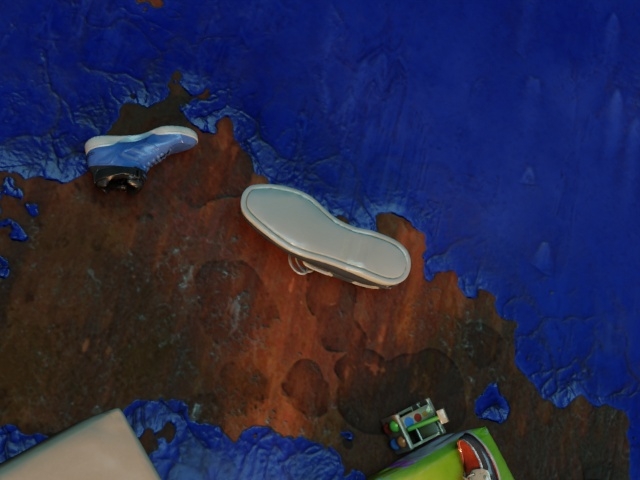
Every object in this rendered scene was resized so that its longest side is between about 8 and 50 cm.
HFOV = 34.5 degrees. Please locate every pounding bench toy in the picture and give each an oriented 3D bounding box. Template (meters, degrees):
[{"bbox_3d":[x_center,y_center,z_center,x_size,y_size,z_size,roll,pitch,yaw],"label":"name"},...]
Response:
[{"bbox_3d":[0.127,0.248,1.380,0.065,0.083,0.052,-21,80,-25],"label":"pounding bench toy"}]

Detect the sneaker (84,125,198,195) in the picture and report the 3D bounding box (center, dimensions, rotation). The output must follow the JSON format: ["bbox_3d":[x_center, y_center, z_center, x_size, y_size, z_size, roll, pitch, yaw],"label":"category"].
[{"bbox_3d":[-0.235,-0.103,1.388,0.152,0.058,0.084,-8,69,-17],"label":"sneaker"}]

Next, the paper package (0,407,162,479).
[{"bbox_3d":[-0.297,0.391,1.098,0.325,0.168,0.309,-27,82,-32],"label":"paper package"}]

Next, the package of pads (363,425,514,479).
[{"bbox_3d":[0.135,0.394,1.323,0.296,0.101,0.229,-25,82,-25],"label":"package of pads"}]

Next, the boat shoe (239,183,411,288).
[{"bbox_3d":[0.000,0.000,1.425,0.255,0.079,0.095,20,64,-14],"label":"boat shoe"}]

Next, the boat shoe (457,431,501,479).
[{"bbox_3d":[0.201,0.309,1.295,0.043,0.049,0.137,-19,85,-25],"label":"boat shoe"}]
